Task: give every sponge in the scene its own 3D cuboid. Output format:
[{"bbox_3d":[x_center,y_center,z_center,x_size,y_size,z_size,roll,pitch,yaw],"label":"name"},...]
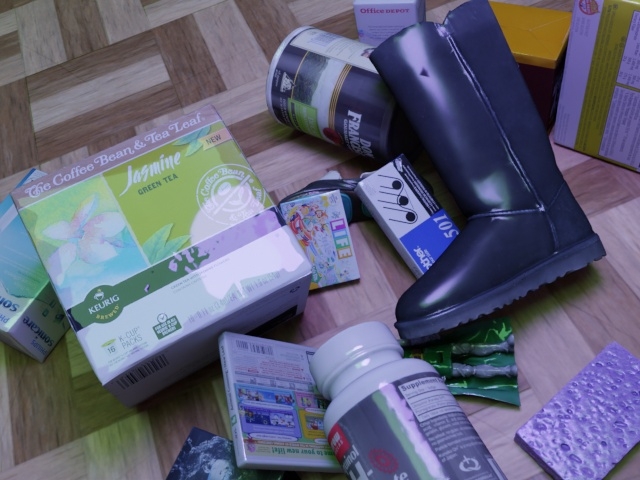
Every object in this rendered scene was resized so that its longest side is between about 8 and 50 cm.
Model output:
[{"bbox_3d":[0.385,0.246,0.928,0.210,0.031,0.117,-36,56,-15],"label":"sponge"}]

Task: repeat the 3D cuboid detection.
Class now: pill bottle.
[{"bbox_3d":[0.111,0.268,0.871,0.176,0.176,0.318,-27,57,-8],"label":"pill bottle"}]

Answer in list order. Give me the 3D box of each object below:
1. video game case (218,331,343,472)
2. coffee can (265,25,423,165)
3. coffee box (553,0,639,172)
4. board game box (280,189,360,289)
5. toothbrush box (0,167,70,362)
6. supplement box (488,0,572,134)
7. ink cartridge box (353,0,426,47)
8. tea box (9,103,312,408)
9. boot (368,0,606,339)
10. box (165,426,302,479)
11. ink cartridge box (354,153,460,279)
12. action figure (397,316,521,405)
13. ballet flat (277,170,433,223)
[{"bbox_3d":[-0.039,0.230,0.945,0.023,0.212,0.193,-45,44,32],"label":"video game case"},{"bbox_3d":[0.064,-0.273,1.267,0.275,0.201,0.201,26,64,28],"label":"coffee can"},{"bbox_3d":[0.626,-0.328,1.099,0.334,0.338,0.337,26,64,27],"label":"coffee box"},{"bbox_3d":[0.000,0.000,1.133,0.103,0.026,0.154,-14,94,2],"label":"board game box"},{"bbox_3d":[-0.514,0.038,1.213,0.216,0.126,0.295,19,60,22],"label":"toothbrush box"},{"bbox_3d":[0.352,-0.315,1.238,0.191,0.194,0.129,18,60,23],"label":"supplement box"},{"bbox_3d":[0.151,-0.461,1.399,0.128,0.176,0.127,5,56,15],"label":"ink cartridge box"},{"bbox_3d":[-0.234,0.025,1.035,0.329,0.220,0.323,-28,72,-16],"label":"tea box"},{"bbox_3d":[0.193,-0.115,1.027,0.367,0.146,0.445,-22,87,-20],"label":"boot"},{"bbox_3d":[-0.133,0.364,0.916,0.158,0.093,0.156,13,58,22],"label":"box"},{"bbox_3d":[0.156,-0.032,1.114,0.097,0.046,0.207,-33,84,-13],"label":"ink cartridge box"},{"bbox_3d":[0.174,0.182,1.005,0.232,0.063,0.137,-6,57,12],"label":"action figure"},{"bbox_3d":[0.060,-0.078,1.203,0.280,0.095,0.096,-3,44,-3],"label":"ballet flat"}]
